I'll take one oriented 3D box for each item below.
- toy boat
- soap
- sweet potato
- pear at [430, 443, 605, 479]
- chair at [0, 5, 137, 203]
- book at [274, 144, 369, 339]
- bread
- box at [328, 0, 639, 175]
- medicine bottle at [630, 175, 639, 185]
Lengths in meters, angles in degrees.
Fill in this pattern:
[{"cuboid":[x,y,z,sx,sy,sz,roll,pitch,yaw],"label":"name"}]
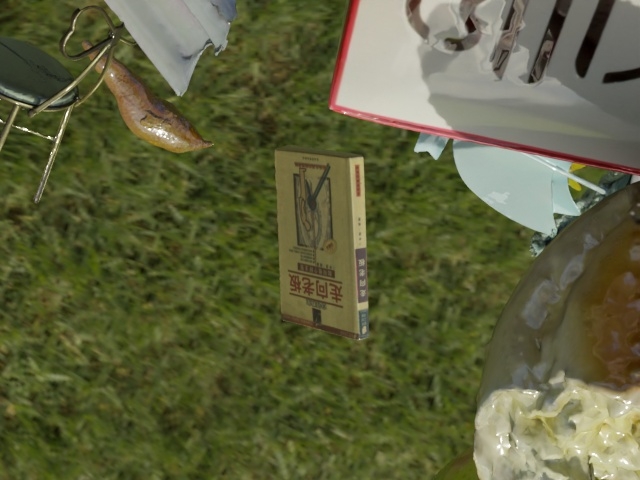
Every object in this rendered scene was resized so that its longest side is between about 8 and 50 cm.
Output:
[{"cuboid":[0.242,-0.066,1.489,0.291,0.220,0.067,20,54,-16],"label":"toy boat"},{"cuboid":[-0.118,-0.332,1.361,0.258,0.159,0.302,-31,82,-37],"label":"soap"},{"cuboid":[-0.241,-0.177,1.718,0.226,0.068,0.068,41,76,-26],"label":"sweet potato"},{"cuboid":[0.207,0.319,1.056,0.391,0.391,0.391,-6,101,-32],"label":"pear"},{"cuboid":[-0.344,-0.188,1.524,0.160,0.170,0.326,-22,149,-57],"label":"chair"},{"cuboid":[0.000,0.000,1.641,0.026,0.161,0.231,-11,104,-37],"label":"book"},{"cuboid":[0.222,0.059,0.703,0.314,0.192,0.171,-7,141,-5],"label":"bread"},{"cuboid":[0.187,-0.247,0.804,0.300,0.312,0.314,12,135,-2],"label":"box"},{"cuboid":[0.484,-0.001,1.325,0.202,0.316,0.202,-17,135,-18],"label":"medicine bottle"}]
